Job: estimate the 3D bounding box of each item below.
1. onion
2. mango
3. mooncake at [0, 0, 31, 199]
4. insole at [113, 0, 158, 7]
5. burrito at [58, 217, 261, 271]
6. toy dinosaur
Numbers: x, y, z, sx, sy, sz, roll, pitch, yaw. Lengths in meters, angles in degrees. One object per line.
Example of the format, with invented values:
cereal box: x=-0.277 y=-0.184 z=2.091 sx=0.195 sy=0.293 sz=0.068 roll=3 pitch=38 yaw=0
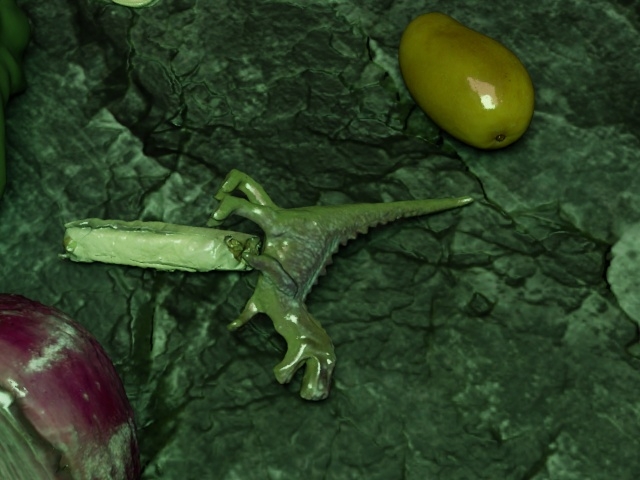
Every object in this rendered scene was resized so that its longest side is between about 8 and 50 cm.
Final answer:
onion: x=-0.222 y=0.188 z=0.791 sx=0.267 sy=0.348 sz=0.159 roll=-8 pitch=21 yaw=36
mango: x=0.136 y=-0.163 z=1.011 sx=0.102 sy=0.085 sz=0.184 roll=-27 pitch=58 yaw=-12
mooncake: x=-0.394 y=-0.180 z=0.923 sx=0.187 sy=0.351 sz=0.351 roll=-6 pitch=61 yaw=13
insole: x=-0.166 y=-0.356 z=1.174 sx=0.081 sy=0.011 sz=0.248 roll=15 pitch=63 yaw=12
burrito: x=-0.150 y=0.005 z=0.962 sx=0.185 sy=0.041 sz=0.045 roll=6 pitch=104 yaw=6
toy dinosaur: x=-0.002 y=0.002 z=0.927 sx=0.200 sy=0.072 sz=0.251 roll=37 pitch=57 yaw=-8
